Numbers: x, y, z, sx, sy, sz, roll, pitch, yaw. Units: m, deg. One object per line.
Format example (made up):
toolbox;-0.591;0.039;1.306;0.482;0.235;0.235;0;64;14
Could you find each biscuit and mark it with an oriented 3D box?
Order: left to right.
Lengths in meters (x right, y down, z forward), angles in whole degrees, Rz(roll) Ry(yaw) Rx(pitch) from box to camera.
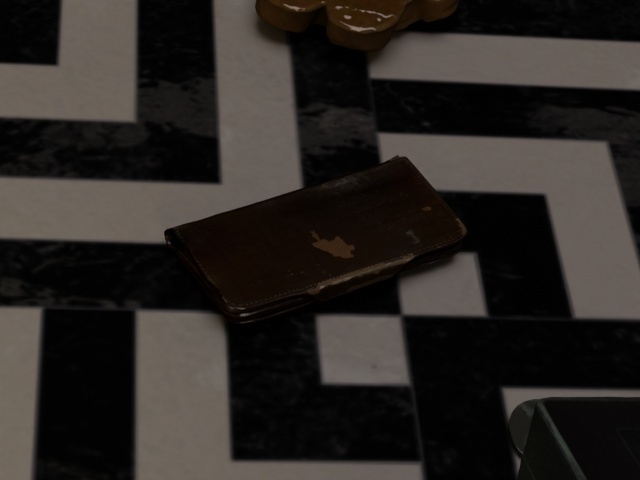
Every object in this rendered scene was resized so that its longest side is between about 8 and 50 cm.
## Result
biscuit;0.041;-0.241;1.249;0.202;0.044;0.288;14;48;5

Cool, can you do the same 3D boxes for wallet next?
wallet;0.000;0.000;1.030;0.176;0.026;0.095;-18;47;-25

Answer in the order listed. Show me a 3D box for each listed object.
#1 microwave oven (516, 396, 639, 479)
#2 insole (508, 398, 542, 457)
microwave oven;0.210;0.297;0.512;0.236;0.374;0.432;3;26;-13
insole;0.207;0.127;0.960;0.193;0.006;0.065;8;47;-1
